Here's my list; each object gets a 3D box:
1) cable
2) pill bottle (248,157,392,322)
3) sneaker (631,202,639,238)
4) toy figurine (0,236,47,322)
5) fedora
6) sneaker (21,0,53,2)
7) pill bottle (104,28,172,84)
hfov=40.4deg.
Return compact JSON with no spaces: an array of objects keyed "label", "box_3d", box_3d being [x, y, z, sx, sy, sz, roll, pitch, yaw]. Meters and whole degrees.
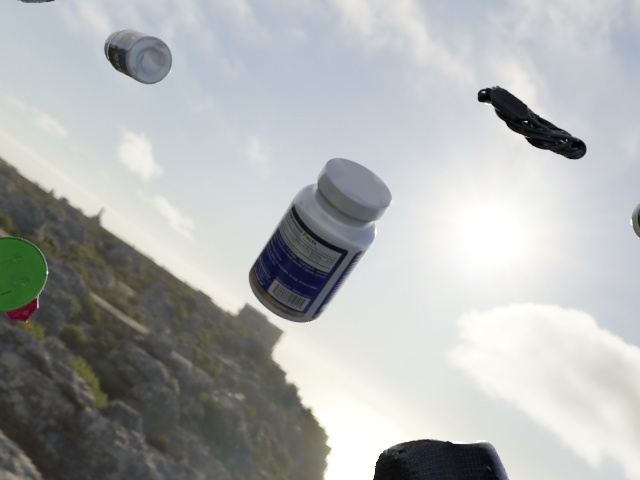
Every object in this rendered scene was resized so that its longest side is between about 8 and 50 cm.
[{"label":"cable","box_3d":[0.326,-0.175,1.333,0.184,0.047,0.150,39,16,23]},{"label":"pill bottle","box_3d":[0.000,0.000,1.462,0.153,0.265,0.153,25,31,-16]},{"label":"sneaker","box_3d":[0.634,-0.089,1.336,0.104,0.295,0.147,59,-12,-3]},{"label":"toy figurine","box_3d":[-0.535,0.092,1.450,0.130,0.173,0.159,64,-19,20]},{"label":"fedora","box_3d":[0.157,0.352,1.160,0.334,0.152,0.334,-4,-26,-2]},{"label":"sneaker","box_3d":[-0.323,-0.435,1.203,0.107,0.283,0.124,52,-28,-4]},{"label":"pill bottle","box_3d":[-0.304,-0.306,1.434,0.078,0.078,0.137,39,-5,-37]}]
